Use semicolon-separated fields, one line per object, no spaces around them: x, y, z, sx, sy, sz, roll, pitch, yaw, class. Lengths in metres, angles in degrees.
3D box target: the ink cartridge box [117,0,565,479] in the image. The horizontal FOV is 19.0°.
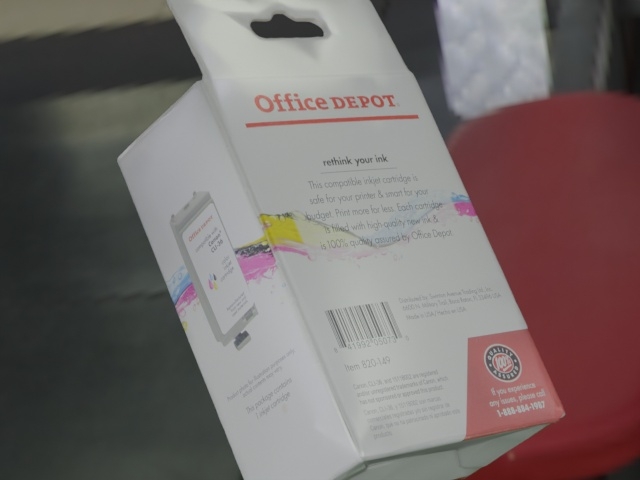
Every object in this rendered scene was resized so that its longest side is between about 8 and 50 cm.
0.000;0.000;0.746;0.115;0.198;0.067;-5;-24;-43;ink cartridge box
